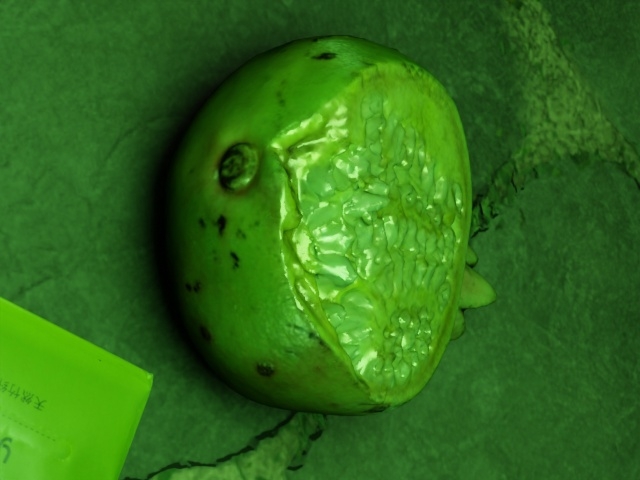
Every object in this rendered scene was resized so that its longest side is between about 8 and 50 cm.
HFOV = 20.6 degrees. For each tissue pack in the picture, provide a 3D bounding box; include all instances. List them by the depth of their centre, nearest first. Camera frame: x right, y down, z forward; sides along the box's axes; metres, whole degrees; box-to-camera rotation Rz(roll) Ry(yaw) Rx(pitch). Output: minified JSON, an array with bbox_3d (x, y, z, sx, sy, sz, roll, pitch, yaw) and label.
[{"bbox_3d":[-0.291,0.132,1.248,0.274,0.167,0.200,30,65,-25],"label":"tissue pack"}]

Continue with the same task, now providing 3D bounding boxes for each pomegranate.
[{"bbox_3d":[0.000,0.000,1.465,0.358,0.216,0.310,34,58,-58],"label":"pomegranate"}]
